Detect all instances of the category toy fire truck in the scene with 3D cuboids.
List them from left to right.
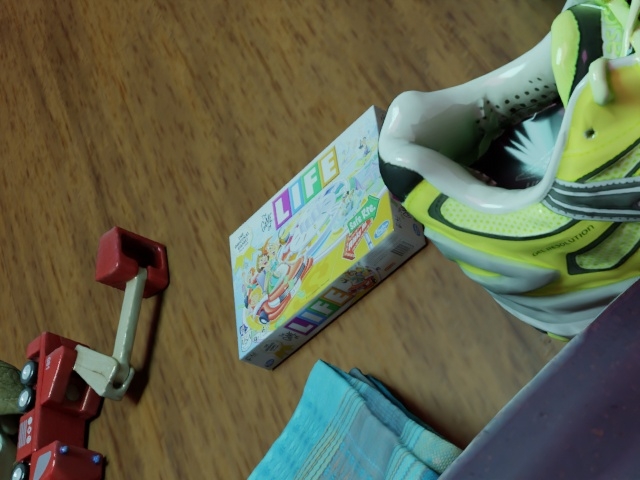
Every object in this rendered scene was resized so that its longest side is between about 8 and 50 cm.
[{"bbox_3d":[-0.173,0.100,1.097,0.135,0.047,0.192,-33,46,40],"label":"toy fire truck"}]

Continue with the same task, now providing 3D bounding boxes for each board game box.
[{"bbox_3d":[0.000,0.000,0.927,0.154,0.026,0.103,-41,40,34],"label":"board game box"}]

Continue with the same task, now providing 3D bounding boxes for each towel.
[{"bbox_3d":[-0.073,0.222,0.717,0.370,0.040,0.271,-51,10,-4],"label":"towel"}]

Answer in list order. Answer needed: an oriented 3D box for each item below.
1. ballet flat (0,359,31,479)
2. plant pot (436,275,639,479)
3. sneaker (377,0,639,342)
[{"bbox_3d":[-0.331,0.245,1.146,0.124,0.116,0.342,21,67,43],"label":"ballet flat"},{"bbox_3d":[0.119,0.166,0.449,0.196,0.293,0.293,40,108,20],"label":"plant pot"},{"bbox_3d":[0.180,-0.056,0.591,0.385,0.147,0.145,-29,47,42],"label":"sneaker"}]
